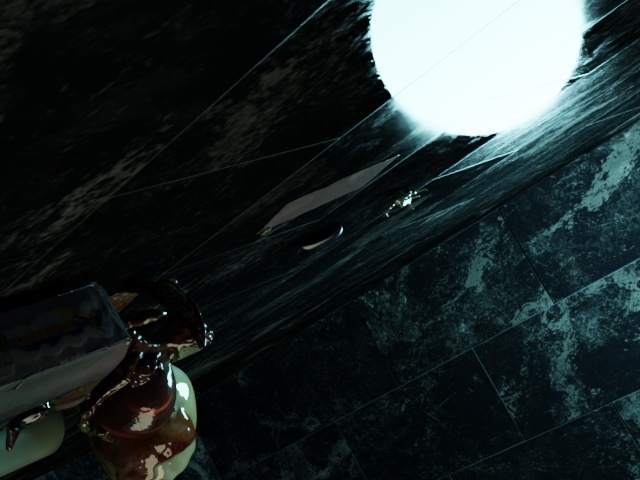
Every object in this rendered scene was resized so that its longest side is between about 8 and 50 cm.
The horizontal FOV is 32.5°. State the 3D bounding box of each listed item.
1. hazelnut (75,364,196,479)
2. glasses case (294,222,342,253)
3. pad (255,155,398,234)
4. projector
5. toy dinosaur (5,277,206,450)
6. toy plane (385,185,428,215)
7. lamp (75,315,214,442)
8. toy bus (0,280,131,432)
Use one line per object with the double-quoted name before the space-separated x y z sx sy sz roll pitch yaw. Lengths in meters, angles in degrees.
"hazelnut" -0.362 0.349 2.138 0.241 0.261 0.261 7 160 -17
"glasses case" 0.000 0.000 1.746 0.083 0.023 0.033 -28 175 -18
"pad" 0.010 -0.059 1.440 0.188 0.006 0.113 -25 171 -32
"projector" -0.496 0.291 1.496 0.108 0.108 0.337 -33 172 27
"toy dinosaur" -0.281 0.150 1.333 0.327 0.113 0.206 -28 173 4
"toy plane" 0.131 -0.067 1.766 0.080 0.033 0.083 -31 166 18
"lamp" -0.276 0.222 1.710 0.223 0.151 0.215 -37 174 38
"toy bus" -0.324 0.128 1.030 0.138 0.112 0.317 -39 170 32
